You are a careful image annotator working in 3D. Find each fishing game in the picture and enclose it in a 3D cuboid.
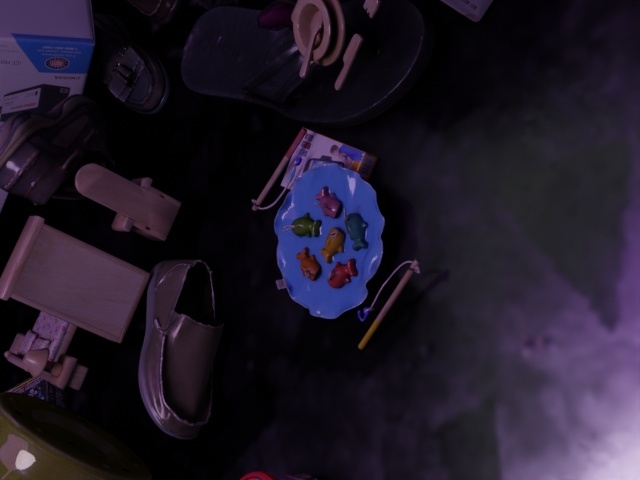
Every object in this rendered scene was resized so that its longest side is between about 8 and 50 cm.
[{"bbox_3d":[0.000,0.000,1.148,0.189,0.041,0.264,-55,54,30],"label":"fishing game"}]

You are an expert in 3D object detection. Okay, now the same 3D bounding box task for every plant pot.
[{"bbox_3d":[-0.404,0.405,1.254,0.366,0.366,0.353,26,84,44],"label":"plant pot"}]

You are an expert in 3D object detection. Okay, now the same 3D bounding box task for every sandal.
[{"bbox_3d":[-0.052,-0.239,1.239,0.446,0.107,0.167,9,84,44],"label":"sandal"}]

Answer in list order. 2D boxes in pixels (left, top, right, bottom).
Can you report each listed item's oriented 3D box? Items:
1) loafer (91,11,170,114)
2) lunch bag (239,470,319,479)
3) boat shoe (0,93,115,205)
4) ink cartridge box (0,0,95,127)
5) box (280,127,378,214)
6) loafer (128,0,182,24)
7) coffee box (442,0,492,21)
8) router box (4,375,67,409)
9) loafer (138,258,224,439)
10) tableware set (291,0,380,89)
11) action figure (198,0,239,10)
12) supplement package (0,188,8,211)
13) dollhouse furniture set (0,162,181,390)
[{"bbox_3d":[-0.331,-0.287,1.529,0.096,0.084,0.267,-56,48,16],"label":"loafer"},{"bbox_3d":[-0.019,0.398,1.029,0.258,0.120,0.293,-53,50,13],"label":"lunch bag"},{"bbox_3d":[-0.379,-0.118,1.409,0.130,0.355,0.132,44,108,-5],"label":"boat shoe"},{"bbox_3d":[-0.491,-0.262,1.502,0.307,0.223,0.129,126,136,-54],"label":"ink cartridge box"},{"bbox_3d":[0.004,-0.088,1.200,0.136,0.028,0.081,26,97,42],"label":"box"},{"bbox_3d":[-0.294,-0.411,1.533,0.220,0.078,0.080,41,106,42],"label":"loafer"},{"bbox_3d":[0.079,-0.392,1.119,0.119,0.168,0.297,-56,49,16],"label":"coffee box"},{"bbox_3d":[-0.449,0.265,1.514,0.122,0.038,0.092,-28,61,34],"label":"router box"},{"bbox_3d":[-0.179,0.132,1.261,0.087,0.094,0.251,-27,61,40],"label":"loafer"},{"bbox_3d":[0.008,-0.273,1.045,0.128,0.039,0.194,60,144,27],"label":"tableware set"},{"bbox_3d":[-0.179,-0.473,1.435,0.185,0.099,0.285,-48,48,29],"label":"action figure"},{"bbox_3d":[-0.701,-0.104,1.787,0.244,0.134,0.139,28,98,44],"label":"supplement package"},{"bbox_3d":[-0.397,0.036,1.398,0.355,0.174,0.303,3,67,58],"label":"dollhouse furniture set"}]
